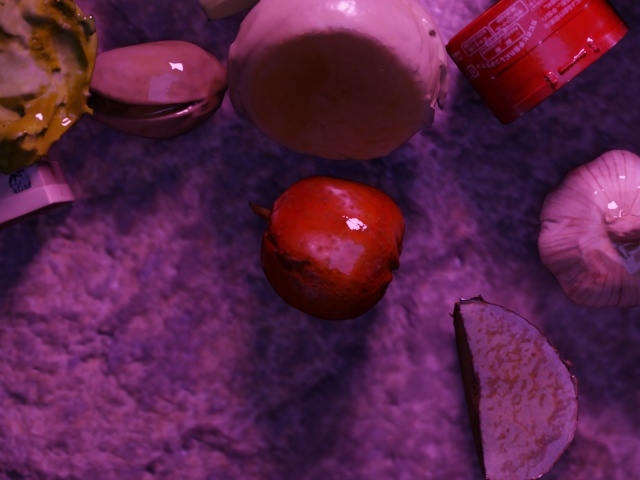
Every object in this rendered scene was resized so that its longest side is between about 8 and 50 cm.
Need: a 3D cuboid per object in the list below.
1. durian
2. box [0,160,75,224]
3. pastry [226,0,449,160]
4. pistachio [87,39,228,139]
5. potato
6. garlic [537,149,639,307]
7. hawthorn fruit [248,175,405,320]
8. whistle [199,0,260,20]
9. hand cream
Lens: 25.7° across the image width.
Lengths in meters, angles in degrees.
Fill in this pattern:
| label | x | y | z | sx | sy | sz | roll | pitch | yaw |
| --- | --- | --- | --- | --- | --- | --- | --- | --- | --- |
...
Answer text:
| label | x | y | z | sx | sy | sz | roll | pitch | yaw |
| --- | --- | --- | --- | --- | --- | --- | --- | --- | --- |
| durian | -0.387 | -0.277 | 1.630 | 0.204 | 0.256 | 0.339 | -21 | 54 | -15 |
| box | -0.412 | -0.037 | 1.711 | 0.201 | 0.141 | 0.058 | -21 | 92 | 2 |
| pastry | 0.019 | -0.202 | 1.648 | 0.265 | 0.133 | 0.265 | 0 | 135 | 0 |
| pistachio | -0.203 | -0.185 | 1.707 | 0.185 | 0.124 | 0.124 | 4 | 98 | 8 |
| potato | 0.246 | 0.180 | 1.760 | 0.138 | 0.098 | 0.243 | -9 | 91 | -2 |
| garlic | 0.368 | -0.003 | 1.672 | 0.199 | 0.226 | 0.199 | 0 | 94 | -4 |
| hawthorn fruit | 0.000 | 0.000 | 1.699 | 0.200 | 0.179 | 0.179 | 28 | 97 | 0 |
| whistle | -0.006 | -0.353 | 1.679 | 0.294 | 0.141 | 0.141 | -11 | 98 | 9 |
| hand cream | 0.253 | -0.239 | 1.656 | 0.193 | 0.193 | 0.125 | -36 | 94 | 5 |
